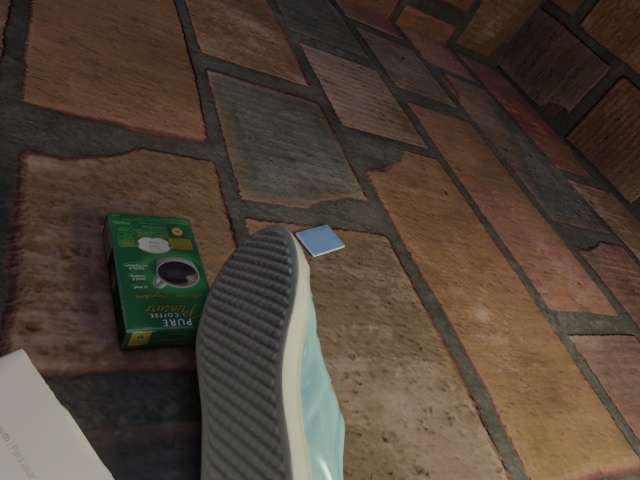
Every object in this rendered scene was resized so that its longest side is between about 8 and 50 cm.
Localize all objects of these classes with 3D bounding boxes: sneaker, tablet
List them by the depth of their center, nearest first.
[{"bbox_3d":[-0.045,0.158,0.569,0.150,0.135,0.366,49,32,-47],"label":"sneaker"},{"bbox_3d":[0.000,0.000,0.882,0.083,0.006,0.054,-17,60,-47],"label":"tablet"}]

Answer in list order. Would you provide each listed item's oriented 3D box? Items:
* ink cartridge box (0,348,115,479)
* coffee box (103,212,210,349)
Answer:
[{"bbox_3d":[-0.244,0.232,0.259,0.197,0.198,0.270,45,37,15],"label":"ink cartridge box"},{"bbox_3d":[-0.201,0.046,0.641,0.113,0.040,0.184,3,46,-36],"label":"coffee box"}]
